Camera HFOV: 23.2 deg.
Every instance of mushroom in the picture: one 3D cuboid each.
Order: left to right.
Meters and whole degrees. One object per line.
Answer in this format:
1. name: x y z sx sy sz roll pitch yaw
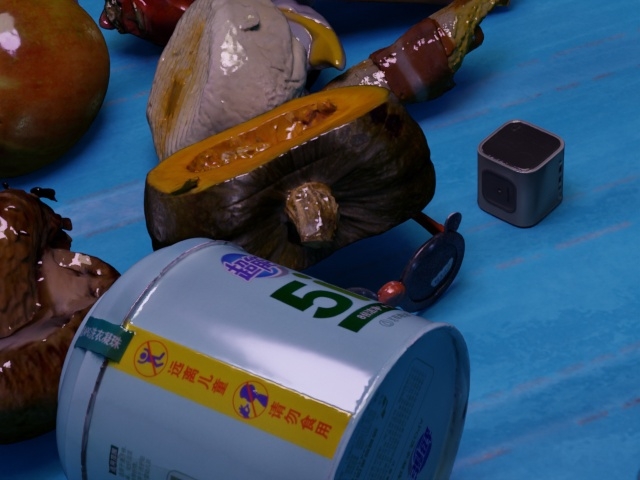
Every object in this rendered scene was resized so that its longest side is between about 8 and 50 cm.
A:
1. mushroom: -0.321 0.082 1.586 0.263 0.195 0.283 11 60 7

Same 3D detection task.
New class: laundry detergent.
1. laundry detergent: -0.063 0.160 1.402 0.305 0.287 0.287 20 48 25

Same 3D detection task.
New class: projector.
1. projector: 0.229 -0.077 1.787 0.083 0.082 0.083 28 51 32

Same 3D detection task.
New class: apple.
1. apple: -0.381 -0.200 1.919 0.246 0.246 0.226 23 20 28

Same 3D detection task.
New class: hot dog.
1. hot dog: 0.119 -0.214 1.931 0.261 0.093 0.123 -33 5 7

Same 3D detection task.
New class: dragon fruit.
1. dragon fruit: -0.181 -0.379 2.047 0.200 0.269 0.198 -9 40 -41

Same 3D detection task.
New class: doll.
1. doll: -0.044 -0.262 2.008 0.145 0.103 0.316 -13 35 4

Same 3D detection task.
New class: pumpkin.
1. pumpkin: -0.027 -0.053 1.637 0.317 0.139 0.222 -22 21 -15

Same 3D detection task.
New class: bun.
1. bun: -0.103 -0.178 1.828 0.153 0.244 0.244 13 33 -31

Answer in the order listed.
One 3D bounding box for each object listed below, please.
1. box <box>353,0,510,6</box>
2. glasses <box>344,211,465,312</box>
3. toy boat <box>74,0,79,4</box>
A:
1. box: 0.087 -0.397 2.084 0.313 0.089 0.197 -1 34 -23
2. glasses: 0.000 0.000 1.702 0.234 0.118 0.268 -30 47 -23
3. toy boat: -0.453 -0.269 2.044 0.283 0.127 0.078 -20 43 -10
